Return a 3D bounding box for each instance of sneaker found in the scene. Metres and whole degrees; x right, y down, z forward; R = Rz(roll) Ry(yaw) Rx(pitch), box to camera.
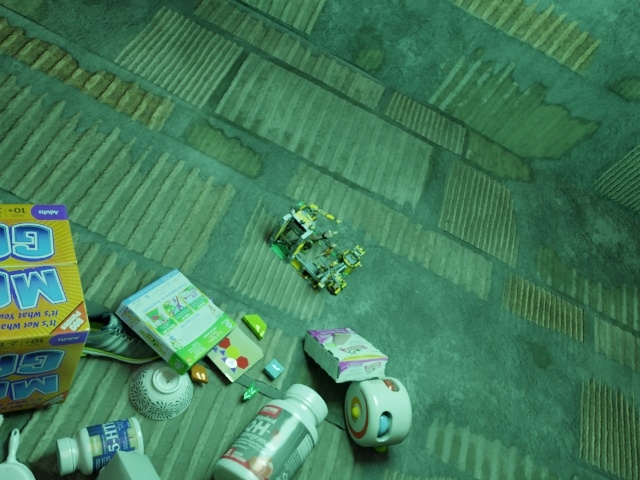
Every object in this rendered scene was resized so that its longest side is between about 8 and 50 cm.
[{"bbox_3d":[-0.535,0.250,1.713,0.300,0.121,0.111,6,50,-23],"label":"sneaker"}]

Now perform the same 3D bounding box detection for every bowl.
[{"bbox_3d":[-0.414,0.382,1.716,0.170,0.080,0.170,13,53,-19],"label":"bowl"}]

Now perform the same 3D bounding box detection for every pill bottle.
[{"bbox_3d":[-0.532,0.500,1.557,0.186,0.112,0.112,-6,62,-29],"label":"pill bottle"},{"bbox_3d":[-0.118,0.533,1.694,0.176,0.176,0.318,41,50,4],"label":"pill bottle"}]

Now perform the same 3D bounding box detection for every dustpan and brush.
[{"bbox_3d":[-0.719,0.537,1.486,0.147,0.060,0.211,0,64,-11],"label":"dustpan and brush"}]

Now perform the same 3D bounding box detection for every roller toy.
[{"bbox_3d":[0.156,0.486,1.848,0.146,0.191,0.209,3,57,-23],"label":"roller toy"}]

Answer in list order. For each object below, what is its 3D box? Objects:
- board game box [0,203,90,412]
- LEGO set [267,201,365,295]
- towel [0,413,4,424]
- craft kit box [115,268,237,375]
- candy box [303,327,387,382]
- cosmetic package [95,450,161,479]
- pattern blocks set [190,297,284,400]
[{"bbox_3d":[-0.766,0.162,1.475,0.356,0.356,0.356,-2,53,-33],"label":"board game box"},{"bbox_3d":[0.000,0.000,2.103,0.255,0.192,0.331,-27,73,-37],"label":"LEGO set"},{"bbox_3d":[-0.941,0.460,1.426,0.332,0.053,0.317,27,50,-8],"label":"towel"},{"bbox_3d":[-0.387,0.215,1.768,0.246,0.061,0.250,40,29,7],"label":"craft kit box"},{"bbox_3d":[0.069,0.332,1.901,0.159,0.071,0.233,0,15,-26],"label":"candy box"},{"bbox_3d":[-0.415,0.604,1.457,0.107,0.127,0.238,33,7,-46],"label":"cosmetic package"},{"bbox_3d":[-0.270,0.307,1.868,0.285,0.026,0.325,-26,72,-39],"label":"pattern blocks set"}]
